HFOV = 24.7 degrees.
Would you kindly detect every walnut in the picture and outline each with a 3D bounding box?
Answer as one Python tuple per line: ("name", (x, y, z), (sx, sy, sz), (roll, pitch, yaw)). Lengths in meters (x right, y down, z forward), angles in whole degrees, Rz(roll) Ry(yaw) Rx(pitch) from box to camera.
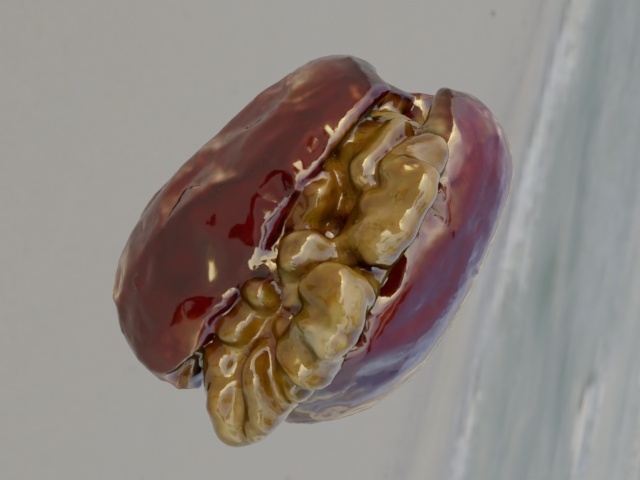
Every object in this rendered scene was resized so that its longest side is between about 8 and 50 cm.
("walnut", (0.000, 0.000, 0.973), (0.269, 0.222, 0.244), (-57, -175, 11))
